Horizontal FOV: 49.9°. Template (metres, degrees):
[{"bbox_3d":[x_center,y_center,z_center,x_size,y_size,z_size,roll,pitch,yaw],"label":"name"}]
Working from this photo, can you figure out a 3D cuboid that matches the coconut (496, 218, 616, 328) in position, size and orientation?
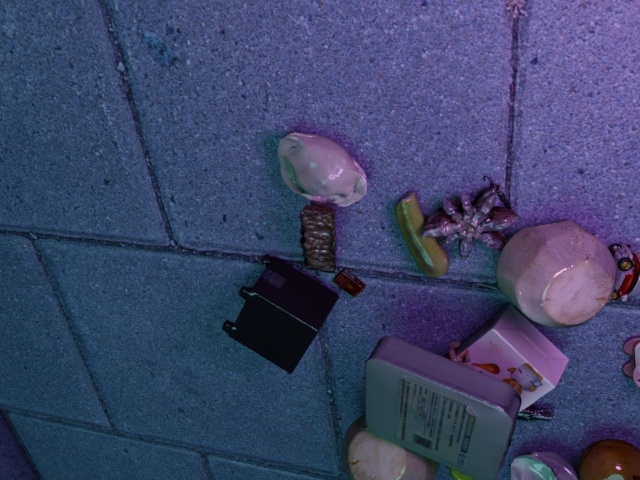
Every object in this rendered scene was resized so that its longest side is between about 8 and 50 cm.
[{"bbox_3d":[0.547,0.071,1.611,0.245,0.247,0.244,-3,112,-8],"label":"coconut"}]

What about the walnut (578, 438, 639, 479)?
[{"bbox_3d":[0.865,0.692,1.972,0.203,0.203,0.297,-22,117,34],"label":"walnut"}]

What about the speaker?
[{"bbox_3d":[-0.119,0.213,2.017,0.254,0.184,0.232,31,131,2],"label":"speaker"}]

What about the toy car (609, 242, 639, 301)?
[{"bbox_3d":[0.726,0.082,1.631,0.112,0.112,0.139,14,122,-7],"label":"toy car"}]

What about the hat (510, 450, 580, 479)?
[{"bbox_3d":[0.753,0.746,2.101,0.302,0.167,0.258,19,172,-22],"label":"hat"}]

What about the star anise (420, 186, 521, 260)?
[{"bbox_3d":[0.364,-0.040,1.681,0.237,0.093,0.229,2,129,11],"label":"star anise"}]

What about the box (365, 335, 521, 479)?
[{"bbox_3d":[0.313,0.453,1.824,0.397,0.111,0.395,20,141,21],"label":"box"}]

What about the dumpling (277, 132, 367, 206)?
[{"bbox_3d":[0.001,-0.170,1.708,0.250,0.132,0.162,31,127,-2],"label":"dumpling"}]

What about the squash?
[{"bbox_3d":[0.257,-0.009,1.765,0.083,0.083,0.250,-16,115,31],"label":"squash"}]

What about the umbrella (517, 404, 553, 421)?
[{"bbox_3d":[0.566,0.502,2.040,0.236,0.059,0.066,3,150,18],"label":"umbrella"}]

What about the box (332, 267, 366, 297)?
[{"bbox_3d":[0.083,0.122,1.968,0.082,0.023,0.051,38,131,-8],"label":"box"}]

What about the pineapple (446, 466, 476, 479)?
[{"bbox_3d":[0.472,0.633,2.090,0.158,0.161,0.334,15,131,59],"label":"pineapple"}]

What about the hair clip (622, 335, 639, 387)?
[{"bbox_3d":[0.847,0.310,1.796,0.123,0.102,0.138,-8,89,25],"label":"hair clip"}]

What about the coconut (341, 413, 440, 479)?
[{"bbox_3d":[0.228,0.659,2.149,0.323,0.323,0.322,11,129,14],"label":"coconut"}]

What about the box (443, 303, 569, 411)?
[{"bbox_3d":[0.469,0.367,1.888,0.225,0.143,0.341,45,132,8],"label":"box"}]

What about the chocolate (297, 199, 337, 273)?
[{"bbox_3d":[-0.002,-0.006,1.817,0.103,0.065,0.329,11,154,7],"label":"chocolate"}]

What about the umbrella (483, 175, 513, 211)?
[{"bbox_3d":[0.433,-0.111,1.653,0.122,0.013,0.022,46,142,-15],"label":"umbrella"}]

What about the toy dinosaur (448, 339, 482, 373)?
[{"bbox_3d":[0.346,0.372,1.840,0.251,0.072,0.199,-19,109,32],"label":"toy dinosaur"}]
